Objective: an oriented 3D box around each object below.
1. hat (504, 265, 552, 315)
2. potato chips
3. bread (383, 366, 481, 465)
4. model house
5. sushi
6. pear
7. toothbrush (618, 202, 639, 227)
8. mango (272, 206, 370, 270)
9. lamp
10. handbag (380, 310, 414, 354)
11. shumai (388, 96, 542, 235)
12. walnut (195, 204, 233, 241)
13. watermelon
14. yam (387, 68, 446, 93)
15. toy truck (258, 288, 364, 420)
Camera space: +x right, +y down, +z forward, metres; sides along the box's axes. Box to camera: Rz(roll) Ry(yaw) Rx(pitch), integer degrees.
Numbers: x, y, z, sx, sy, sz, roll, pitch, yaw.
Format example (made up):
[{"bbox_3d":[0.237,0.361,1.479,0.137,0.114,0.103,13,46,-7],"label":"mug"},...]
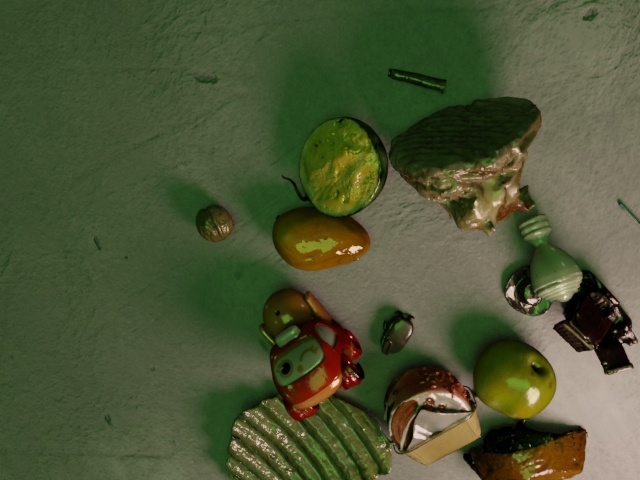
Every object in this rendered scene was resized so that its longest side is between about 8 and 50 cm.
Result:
[{"bbox_3d":[0.474,0.119,1.339,0.121,0.050,0.121,1,103,6],"label":"hat"},{"bbox_3d":[-0.042,0.544,1.466,0.389,0.097,0.373,25,103,10],"label":"potato chips"},{"bbox_3d":[0.250,0.400,1.389,0.224,0.142,0.212,-33,108,13],"label":"bread"},{"bbox_3d":[0.601,0.190,1.277,0.203,0.164,0.141,41,109,-2],"label":"model house"},{"bbox_3d":[0.475,0.490,1.370,0.287,0.140,0.149,-27,133,13],"label":"sushi"},{"bbox_3d":[0.421,0.324,1.340,0.180,0.166,0.216,24,134,-8],"label":"pear"},{"bbox_3d":[0.707,-0.022,1.296,0.014,0.011,0.167,-44,92,9],"label":"toothbrush"},{"bbox_3d":[0.000,0.000,1.363,0.227,0.109,0.147,9,78,8],"label":"mango"},{"bbox_3d":[0.487,0.041,1.281,0.106,0.106,0.193,-22,69,12],"label":"lamp"},{"bbox_3d":[0.175,0.223,1.406,0.072,0.047,0.111,26,103,-2],"label":"handbag"},{"bbox_3d":[0.316,-0.135,1.266,0.314,0.267,0.262,-3,129,29],"label":"shumai"},{"bbox_3d":[-0.251,-0.040,1.409,0.092,0.092,0.092,2,101,9],"label":"walnut"},{"bbox_3d":[0.057,-0.157,1.310,0.204,0.127,0.232,49,123,17],"label":"watermelon"},{"bbox_3d":[0.209,-0.349,1.305,0.129,0.027,0.033,14,101,7],"label":"yam"},{"bbox_3d":[-0.040,0.237,1.342,0.189,0.265,0.239,-36,104,12],"label":"toy truck"}]
